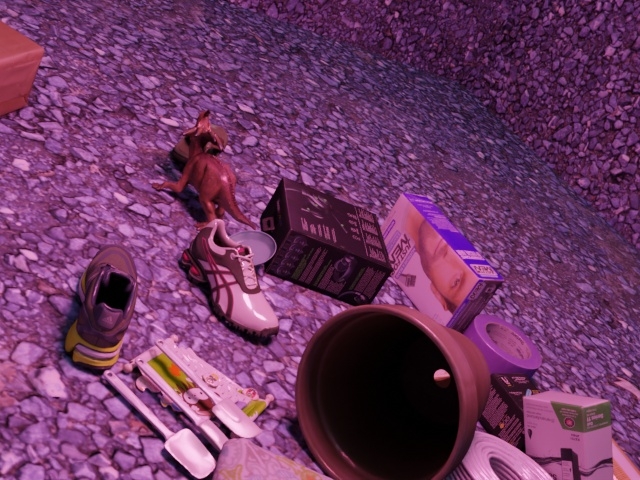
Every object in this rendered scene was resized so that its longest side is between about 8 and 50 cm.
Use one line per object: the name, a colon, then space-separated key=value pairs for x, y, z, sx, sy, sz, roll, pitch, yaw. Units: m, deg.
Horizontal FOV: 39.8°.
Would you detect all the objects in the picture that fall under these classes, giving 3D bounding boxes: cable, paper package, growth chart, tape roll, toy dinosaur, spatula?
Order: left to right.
paper package: x=-0.798 y=-0.392 z=1.852 sx=0.324 sy=0.168 sz=0.309 roll=31 pitch=24 yaw=1
spatula: x=-0.227 y=0.264 z=1.431 sx=0.242 sy=0.019 sz=0.168 roll=42 pitch=39 yaw=15
growth chart: x=-0.208 y=0.250 z=1.511 sx=0.237 sy=0.021 sz=0.172 roll=33 pitch=26 yaw=4
toy dinosaur: x=-0.245 y=-0.151 z=1.983 sx=0.295 sy=0.200 sz=0.127 roll=45 pitch=28 yaw=25
tape roll: x=0.425 y=0.266 z=2.107 sx=0.189 sy=0.080 sz=0.189 roll=26 pitch=26 yaw=-13
cable: x=0.331 y=0.457 z=1.613 sx=0.257 sy=0.089 sz=0.257 roll=41 pitch=19 yaw=19

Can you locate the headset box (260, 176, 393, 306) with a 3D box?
headset box: x=0.000 y=0.000 z=2.060 sx=0.283 sy=0.131 sz=0.246 roll=21 pitch=28 yaw=-20

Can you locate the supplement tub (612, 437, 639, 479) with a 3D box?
supplement tub: x=0.575 y=0.495 z=1.782 sx=0.144 sy=0.144 sz=0.200 roll=11 pitch=32 yaw=-37

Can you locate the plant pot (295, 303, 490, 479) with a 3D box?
plant pot: x=0.161 y=0.261 z=1.563 sx=0.323 sy=0.323 sz=0.280 roll=43 pitch=23 yaw=23

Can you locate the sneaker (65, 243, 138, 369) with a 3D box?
sneaker: x=-0.355 y=0.089 z=1.522 sx=0.111 sy=0.121 sz=0.300 roll=22 pitch=27 yaw=-20

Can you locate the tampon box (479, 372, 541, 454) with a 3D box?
tampon box: x=0.419 y=0.373 z=1.880 sx=0.120 sy=0.101 sz=0.161 roll=9 pitch=33 yaw=-40

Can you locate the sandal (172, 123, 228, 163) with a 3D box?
sandal: x=-0.294 y=-0.251 z=2.241 sx=0.120 sy=0.086 sz=0.303 roll=26 pitch=26 yaw=-10

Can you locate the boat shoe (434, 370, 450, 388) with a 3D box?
boat shoe: x=0.241 y=0.286 z=1.888 sx=0.170 sy=0.063 sz=0.059 roll=6 pitch=41 yaw=-40

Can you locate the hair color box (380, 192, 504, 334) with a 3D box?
hair color box: x=0.279 y=0.056 z=2.204 sx=0.110 sy=0.185 sz=0.339 roll=5 pitch=35 yaw=-43

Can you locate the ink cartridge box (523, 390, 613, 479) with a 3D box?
ink cartridge box: x=0.478 y=0.407 z=1.707 sx=0.086 sy=0.209 sz=0.153 roll=-4 pitch=1 yaw=-36

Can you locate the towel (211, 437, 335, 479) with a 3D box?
towel: x=-0.002 y=0.472 z=1.266 sx=0.374 sy=0.090 sz=0.320 roll=27 pitch=23 yaw=-9

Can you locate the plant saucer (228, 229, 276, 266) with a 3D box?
plant saucer: x=-0.155 y=0.023 z=1.929 sx=0.119 sy=0.021 sz=0.119 roll=0 pitch=40 yaw=0

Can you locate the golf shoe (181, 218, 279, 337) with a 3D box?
golf shoe: x=-0.169 y=0.078 z=1.752 sx=0.273 sy=0.120 sz=0.105 roll=45 pitch=27 yaw=23
